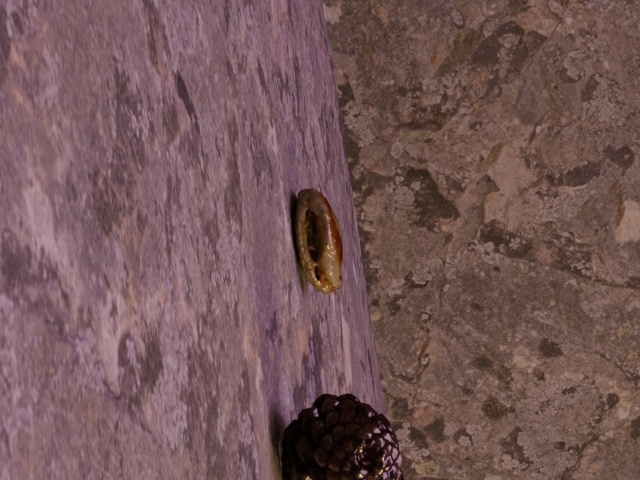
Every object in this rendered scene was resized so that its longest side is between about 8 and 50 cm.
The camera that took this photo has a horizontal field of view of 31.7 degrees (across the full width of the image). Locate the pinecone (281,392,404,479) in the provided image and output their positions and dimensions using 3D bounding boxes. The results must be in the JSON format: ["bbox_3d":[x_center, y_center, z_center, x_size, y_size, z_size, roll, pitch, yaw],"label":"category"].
[{"bbox_3d":[0.026,0.317,1.672,0.204,0.179,0.184,-174,-93,-69],"label":"pinecone"}]

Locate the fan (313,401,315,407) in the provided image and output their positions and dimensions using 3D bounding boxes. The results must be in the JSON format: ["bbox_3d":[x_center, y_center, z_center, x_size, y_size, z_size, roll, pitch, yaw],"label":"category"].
[{"bbox_3d":[0.008,0.364,2.148,0.193,0.016,0.038,77,11,-48],"label":"fan"}]

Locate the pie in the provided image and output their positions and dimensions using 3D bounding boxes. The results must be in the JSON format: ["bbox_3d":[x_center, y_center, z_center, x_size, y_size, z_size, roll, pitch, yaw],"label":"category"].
[{"bbox_3d":[0.000,0.000,2.163,0.179,0.084,0.205,-36,116,-83],"label":"pie"}]

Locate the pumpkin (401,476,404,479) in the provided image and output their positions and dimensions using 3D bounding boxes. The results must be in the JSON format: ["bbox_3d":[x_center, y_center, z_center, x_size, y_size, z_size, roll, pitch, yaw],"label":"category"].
[{"bbox_3d":[0.085,0.483,2.055,0.233,0.163,0.233,-8,90,-86],"label":"pumpkin"}]
